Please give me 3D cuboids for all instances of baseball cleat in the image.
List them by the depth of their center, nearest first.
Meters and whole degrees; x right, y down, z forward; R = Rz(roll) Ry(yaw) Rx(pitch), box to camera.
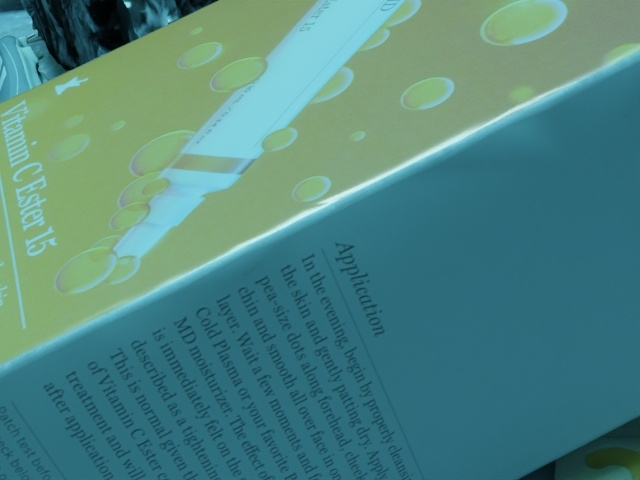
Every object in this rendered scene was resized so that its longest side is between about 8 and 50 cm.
[{"bbox_3d":[-0.233,-0.084,0.845,0.109,0.072,0.206,-30,33,-5],"label":"baseball cleat"}]

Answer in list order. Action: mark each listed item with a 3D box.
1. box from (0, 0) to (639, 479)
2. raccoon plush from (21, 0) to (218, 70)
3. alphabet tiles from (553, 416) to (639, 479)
[{"bbox_3d":[0.000,0.000,0.523,0.345,0.168,0.215,-26,34,-5],"label":"box"},{"bbox_3d":[-0.029,-0.208,0.788,0.299,0.216,0.446,-20,41,-18],"label":"raccoon plush"},{"bbox_3d":[0.200,0.025,0.561,0.284,0.021,0.278,-4,38,18],"label":"alphabet tiles"}]
